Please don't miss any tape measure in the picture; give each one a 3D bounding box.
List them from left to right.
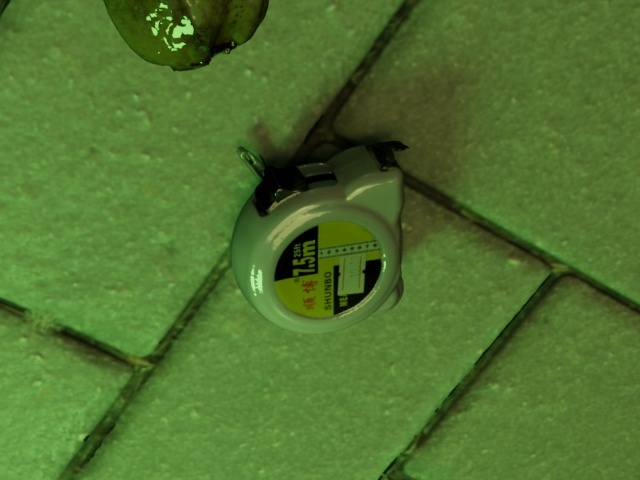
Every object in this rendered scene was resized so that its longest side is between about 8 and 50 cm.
[{"bbox_3d":[-0.003,-0.002,1.399,0.178,0.105,0.196,-6,123,-16],"label":"tape measure"}]

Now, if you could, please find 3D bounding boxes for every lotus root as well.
[{"bbox_3d":[-0.125,-0.277,1.182,0.154,0.154,0.278,-11,123,-4],"label":"lotus root"}]
